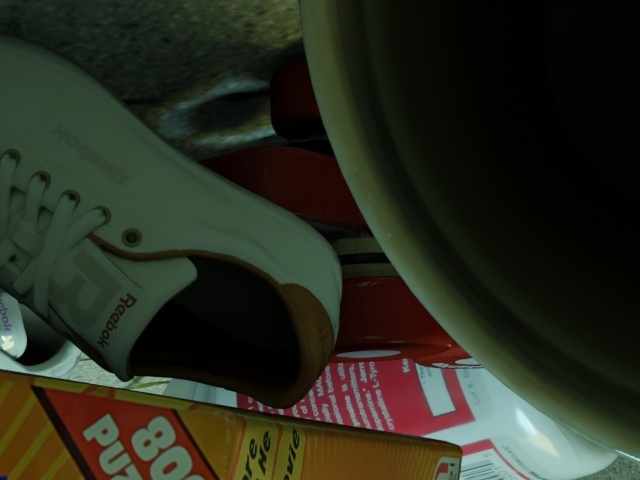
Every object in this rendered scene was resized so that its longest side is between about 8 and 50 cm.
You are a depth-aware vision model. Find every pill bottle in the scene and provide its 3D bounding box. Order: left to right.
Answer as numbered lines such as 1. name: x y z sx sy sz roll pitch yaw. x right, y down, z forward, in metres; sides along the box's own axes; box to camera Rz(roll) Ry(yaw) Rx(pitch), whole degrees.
1. pill bottle: 0.055 0.143 1.365 0.408 0.229 0.229 -21 162 33

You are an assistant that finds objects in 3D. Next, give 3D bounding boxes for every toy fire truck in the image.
1. toy fire truck: 0.000 0.000 0.947 0.254 0.169 0.302 -12 167 38

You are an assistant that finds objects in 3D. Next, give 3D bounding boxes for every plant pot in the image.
1. plant pot: 0.173 -0.088 0.558 0.323 0.323 0.280 -14 -179 10

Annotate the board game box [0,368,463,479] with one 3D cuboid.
1. board game box: -0.168 0.234 0.666 0.356 0.356 0.356 7 173 18

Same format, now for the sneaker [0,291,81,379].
1. sneaker: -0.319 0.082 1.161 0.305 0.114 0.152 3 141 -45

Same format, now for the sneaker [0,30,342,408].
1. sneaker: -0.117 -0.011 0.704 0.290 0.123 0.106 25 113 -11
